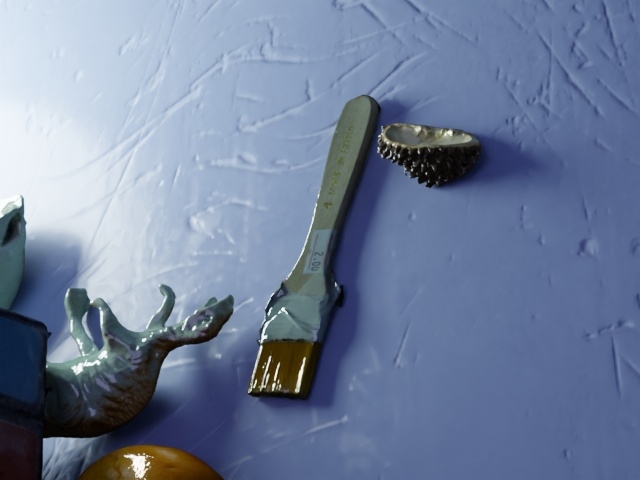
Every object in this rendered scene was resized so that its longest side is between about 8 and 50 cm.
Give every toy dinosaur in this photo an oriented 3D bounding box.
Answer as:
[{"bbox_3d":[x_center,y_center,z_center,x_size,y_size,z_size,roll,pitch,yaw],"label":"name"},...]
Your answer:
[{"bbox_3d":[-0.268,0.148,1.772,0.393,0.092,0.205,-44,51,3],"label":"toy dinosaur"}]

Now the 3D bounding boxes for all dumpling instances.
[{"bbox_3d":[-0.410,0.035,1.928,0.153,0.108,0.219,21,75,42],"label":"dumpling"}]

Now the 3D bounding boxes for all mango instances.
[{"bbox_3d":[-0.163,0.262,1.599,0.219,0.112,0.145,14,78,44],"label":"mango"}]

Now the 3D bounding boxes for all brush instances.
[{"bbox_3d":[0.000,0.000,1.702,0.085,0.020,0.336,-1,63,37],"label":"brush"}]

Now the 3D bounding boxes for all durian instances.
[{"bbox_3d":[0.098,-0.093,1.664,0.130,0.052,0.066,15,71,42],"label":"durian"}]

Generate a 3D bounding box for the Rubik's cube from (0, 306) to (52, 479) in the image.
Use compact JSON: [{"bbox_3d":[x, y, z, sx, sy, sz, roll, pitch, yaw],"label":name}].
[{"bbox_3d":[-0.498,0.240,1.635,0.363,0.359,0.362,-34,45,38],"label":"Rubik's cube"}]
